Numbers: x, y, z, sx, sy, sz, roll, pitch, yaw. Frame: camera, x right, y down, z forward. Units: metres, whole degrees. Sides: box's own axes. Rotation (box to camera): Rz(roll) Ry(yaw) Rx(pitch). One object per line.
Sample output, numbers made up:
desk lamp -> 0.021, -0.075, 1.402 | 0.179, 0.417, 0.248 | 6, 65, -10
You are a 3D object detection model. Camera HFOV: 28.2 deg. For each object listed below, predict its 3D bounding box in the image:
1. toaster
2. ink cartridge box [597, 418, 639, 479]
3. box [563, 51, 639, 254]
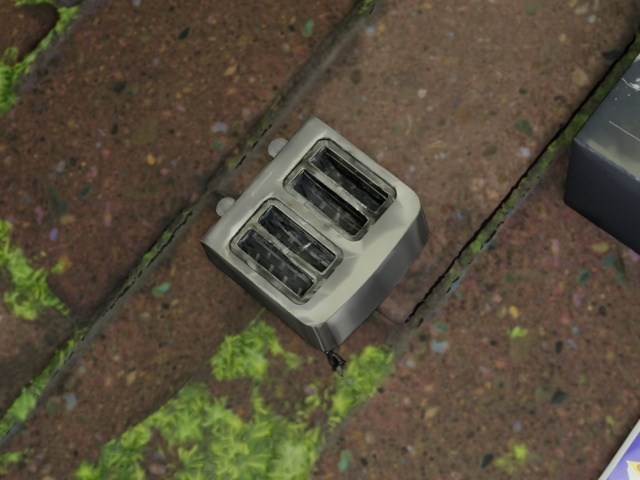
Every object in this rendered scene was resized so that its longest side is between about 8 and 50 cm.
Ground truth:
toaster -> 0.000, 0.000, 1.201 | 0.185, 0.110, 0.168 | 39, 82, 16
ink cartridge box -> 0.384, 0.197, 1.119 | 0.206, 0.045, 0.208 | 35, 85, 17
box -> 0.448, -0.084, 1.131 | 0.343, 0.179, 0.312 | 36, 82, 17
